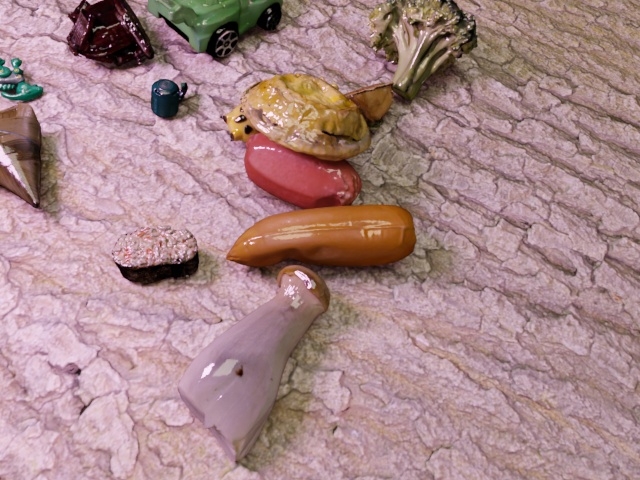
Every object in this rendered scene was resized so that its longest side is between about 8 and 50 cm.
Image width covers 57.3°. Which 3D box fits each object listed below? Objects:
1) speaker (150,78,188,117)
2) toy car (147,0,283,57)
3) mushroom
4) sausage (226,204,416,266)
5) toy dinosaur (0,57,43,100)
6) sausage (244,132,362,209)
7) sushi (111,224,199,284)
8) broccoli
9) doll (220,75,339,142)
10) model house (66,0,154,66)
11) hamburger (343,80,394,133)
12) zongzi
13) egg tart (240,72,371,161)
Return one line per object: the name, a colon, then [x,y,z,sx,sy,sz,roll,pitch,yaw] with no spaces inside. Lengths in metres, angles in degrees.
speaker: [-0.324,-0.314,1.283,0.094,0.075,0.060,-25,65,-31]
toy car: [-0.254,-0.579,1.397,0.213,0.176,0.359,43,62,16]
mushroom: [-0.098,0.189,0.995,0.159,0.122,0.328,51,60,-19]
sausage: [-0.001,-0.005,1.104,0.354,0.134,0.116,-3,83,-12]
toy dinosaur: [-0.674,-0.339,1.262,0.132,0.059,0.096,-14,67,-25]
sausage: [-0.041,-0.139,1.178,0.254,0.148,0.148,28,59,3]
sushi: [-0.300,0.025,1.074,0.150,0.078,0.090,-4,59,-10]
broccoli: [0.236,-0.456,1.379,0.263,0.247,0.243,24,89,-36]
doll: [-0.075,-0.284,1.295,0.291,0.086,0.117,-21,94,-20]
model house: [-0.495,-0.477,1.348,0.164,0.141,0.203,-29,44,-2]
hamburger: [0.100,-0.298,1.332,0.087,0.102,0.176,11,28,38]
zongzi: [-0.645,-0.140,1.108,0.221,0.112,0.242,-9,61,-15]
egg tart: [-0.020,-0.257,1.144,0.279,0.095,0.279,16,35,-12]
